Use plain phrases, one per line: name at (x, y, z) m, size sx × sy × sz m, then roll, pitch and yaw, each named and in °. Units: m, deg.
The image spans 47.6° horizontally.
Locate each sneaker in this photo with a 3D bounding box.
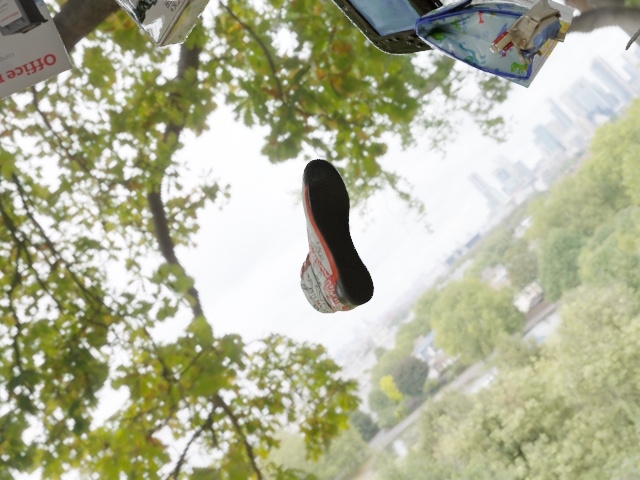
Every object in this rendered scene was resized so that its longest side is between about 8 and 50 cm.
sneaker at (-0.001, 0.001, 1.299) m, size 0.090 × 0.270 × 0.145 m, roll -14°, pitch -9°, yaw -32°

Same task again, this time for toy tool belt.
toy tool belt at (0.223, -0.212, 0.764) m, size 0.083 × 0.051 × 0.052 m, roll -42°, pitch 2°, yaw -24°

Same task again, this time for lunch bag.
lunch bag at (0.200, -0.267, 0.928) m, size 0.129 × 0.151 × 0.096 m, roll -57°, pitch -23°, yaw -67°

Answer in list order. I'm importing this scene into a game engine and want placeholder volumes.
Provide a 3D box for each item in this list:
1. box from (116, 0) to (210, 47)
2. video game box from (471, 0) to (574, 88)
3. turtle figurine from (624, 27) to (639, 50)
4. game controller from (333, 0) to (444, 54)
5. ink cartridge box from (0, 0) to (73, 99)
box at (-0.359, -0.560, 1.481) m, size 0.169 × 0.290 × 0.087 m, roll -43°, pitch -3°, yaw 35°
video game box at (0.360, -0.401, 1.405) m, size 0.205 × 0.187 × 0.048 m, roll 108°, pitch -172°, yaw -66°
turtle figurine at (0.635, -0.364, 1.115) m, size 0.266 × 0.198 × 0.275 m, roll -48°, pitch -22°, yaw -2°
game controller at (0.101, -0.414, 1.225) m, size 0.166 × 0.067 × 0.319 m, roll -9°, pitch -27°, yaw 35°
ink cartridge box at (-0.567, -0.380, 1.148) m, size 0.226 × 0.306 × 0.131 m, roll -31°, pitch 33°, yaw -21°
